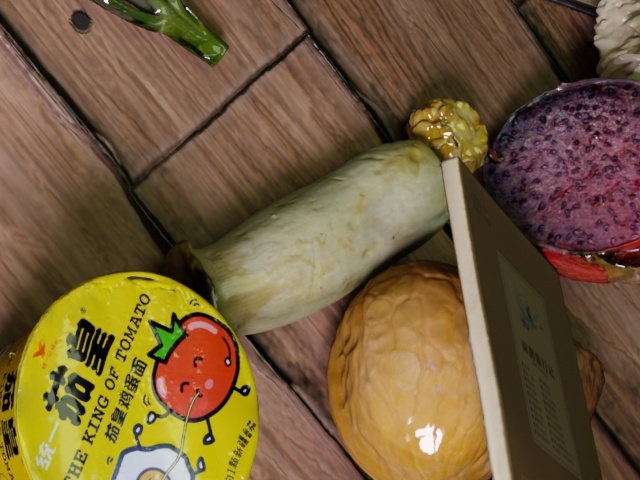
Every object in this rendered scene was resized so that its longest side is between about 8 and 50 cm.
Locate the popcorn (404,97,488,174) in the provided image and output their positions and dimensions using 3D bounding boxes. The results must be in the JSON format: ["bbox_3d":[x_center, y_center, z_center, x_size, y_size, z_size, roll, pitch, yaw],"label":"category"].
[{"bbox_3d":[0.117,-0.091,1.236,0.082,0.057,0.083,17,63,-40],"label":"popcorn"}]

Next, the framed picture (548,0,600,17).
[{"bbox_3d":[0.277,-0.338,1.462,0.199,0.010,0.195,11,70,-34],"label":"framed picture"}]

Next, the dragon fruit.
[{"bbox_3d":[0.270,-0.030,1.273,0.218,0.223,0.148,-45,142,-19],"label":"dragon fruit"}]

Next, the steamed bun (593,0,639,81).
[{"bbox_3d":[0.443,-0.240,1.388,0.273,0.290,0.272,41,53,-47],"label":"steamed bun"}]

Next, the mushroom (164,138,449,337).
[{"bbox_3d":[0.000,0.000,1.105,0.312,0.081,0.100,-28,100,-41],"label":"mushroom"}]

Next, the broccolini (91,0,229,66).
[{"bbox_3d":[-0.160,-0.207,1.078,0.202,0.068,0.091,47,65,-35],"label":"broccolini"}]

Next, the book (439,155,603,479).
[{"bbox_3d":[0.165,0.111,1.039,0.217,0.021,0.310,42,34,-47],"label":"book"}]

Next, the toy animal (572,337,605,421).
[{"bbox_3d":[0.199,0.184,1.157,0.157,0.097,0.312,27,42,-27],"label":"toy animal"}]

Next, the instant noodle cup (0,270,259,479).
[{"bbox_3d":[-0.154,0.124,0.908,0.182,0.144,0.182,13,68,-35],"label":"instant noodle cup"}]

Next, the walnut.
[{"bbox_3d":[0.085,0.113,1.080,0.159,0.159,0.207,22,52,-30],"label":"walnut"}]
